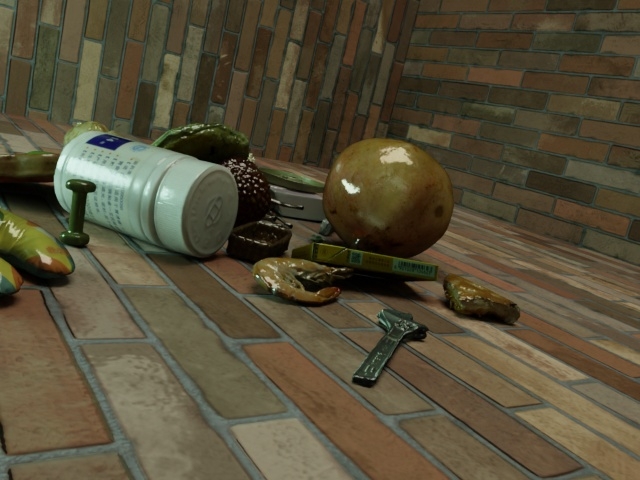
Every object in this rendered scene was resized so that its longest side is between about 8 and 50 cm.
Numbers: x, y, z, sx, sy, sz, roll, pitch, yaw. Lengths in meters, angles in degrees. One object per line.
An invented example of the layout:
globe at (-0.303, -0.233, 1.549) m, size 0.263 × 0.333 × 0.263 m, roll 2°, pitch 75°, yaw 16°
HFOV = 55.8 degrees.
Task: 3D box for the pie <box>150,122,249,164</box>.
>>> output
pie at (-0.328, -0.181, 1.524) m, size 0.323 × 0.323 × 0.070 m, roll -4°, pitch 56°, yaw -56°

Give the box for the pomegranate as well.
pomegranate at (0.161, -0.089, 1.530) m, size 0.339 × 0.337 × 0.338 m, roll 13°, pitch 11°, yaw -3°

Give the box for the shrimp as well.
shrimp at (-0.018, 0.074, 1.116) m, size 0.236 × 0.053 × 0.133 m, roll 5°, pitch 19°, yaw -42°

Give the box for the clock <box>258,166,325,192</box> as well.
clock at (-0.094, -0.198, 1.980) m, size 0.235 × 0.029 × 0.235 m, roll 13°, pitch 11°, yaw -3°

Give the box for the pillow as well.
pillow at (-0.470, 0.014, 0.850) m, size 0.214 × 0.086 × 0.233 m, roll 26°, pitch 11°, yaw 9°

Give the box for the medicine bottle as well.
medicine bottle at (-0.345, -0.095, 1.213) m, size 0.332 × 0.189 × 0.190 m, roll 18°, pitch 12°, yaw 22°

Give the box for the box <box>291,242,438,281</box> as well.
box at (0.090, 0.051, 1.274) m, size 0.279 × 0.040 × 0.153 m, roll 10°, pitch -7°, yaw -18°

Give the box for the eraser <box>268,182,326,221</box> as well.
eraser at (-0.118, -0.153, 2.022) m, size 0.213 × 0.082 × 0.397 m, roll 8°, pitch 13°, yaw -24°

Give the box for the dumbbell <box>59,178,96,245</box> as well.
dumbbell at (-0.433, -0.050, 1.078) m, size 0.052 × 0.117 × 0.046 m, roll 9°, pitch 8°, yaw -10°

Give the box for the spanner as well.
spanner at (0.104, 0.156, 0.928) m, size 0.093 × 0.026 × 0.325 m, roll 16°, pitch 13°, yaw 17°

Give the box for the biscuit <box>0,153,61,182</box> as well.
biscuit at (-0.647, -0.166, 1.369) m, size 0.381 × 0.074 × 0.359 m, roll -2°, pitch 8°, yaw -32°

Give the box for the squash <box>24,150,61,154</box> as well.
squash at (-0.682, -0.193, 1.614) m, size 0.219 × 0.068 × 0.077 m, roll 10°, pitch -4°, yaw -12°

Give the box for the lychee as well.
lychee at (-0.214, -0.109, 1.507) m, size 0.188 × 0.188 × 0.188 m, roll 13°, pitch 11°, yaw -3°

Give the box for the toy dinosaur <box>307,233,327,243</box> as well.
toy dinosaur at (0.000, 0.000, 1.577) m, size 0.083 × 0.021 × 0.062 m, roll 23°, pitch 2°, yaw 44°

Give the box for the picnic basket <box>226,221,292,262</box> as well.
picnic basket at (-0.131, 0.004, 1.316) m, size 0.110 × 0.054 × 0.193 m, roll 17°, pitch 11°, yaw 10°

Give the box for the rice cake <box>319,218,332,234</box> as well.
rice cake at (0.036, -0.050, 1.799) m, size 0.034 × 0.043 × 0.211 m, roll 23°, pitch 13°, yaw 9°

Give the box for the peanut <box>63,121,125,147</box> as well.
peanut at (-0.683, -0.287, 1.861) m, size 0.140 × 0.153 × 0.325 m, roll -5°, pitch 14°, yaw -44°

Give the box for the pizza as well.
pizza at (0.317, 0.125, 1.252) m, size 0.182 × 0.062 × 0.161 m, roll 26°, pitch 10°, yaw 32°

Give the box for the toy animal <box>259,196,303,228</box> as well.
toy animal at (-0.182, -0.108, 1.732) m, size 0.260 × 0.087 × 0.243 m, roll 22°, pitch 13°, yaw 27°

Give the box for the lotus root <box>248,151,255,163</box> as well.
lotus root at (-0.311, -0.208, 1.778) m, size 0.169 × 0.141 × 0.314 m, roll -30°, pitch 4°, yaw -41°
